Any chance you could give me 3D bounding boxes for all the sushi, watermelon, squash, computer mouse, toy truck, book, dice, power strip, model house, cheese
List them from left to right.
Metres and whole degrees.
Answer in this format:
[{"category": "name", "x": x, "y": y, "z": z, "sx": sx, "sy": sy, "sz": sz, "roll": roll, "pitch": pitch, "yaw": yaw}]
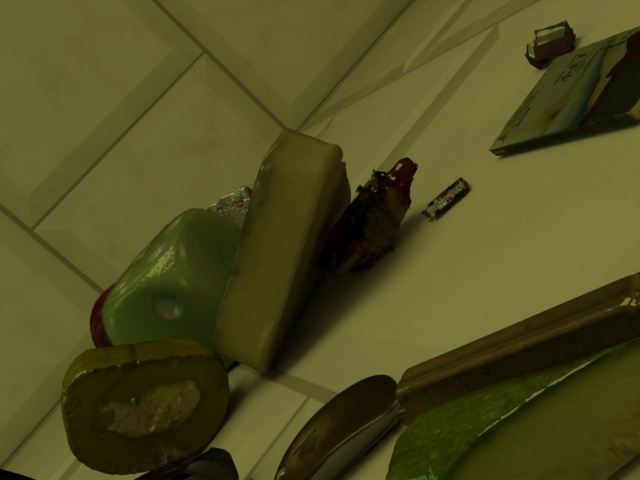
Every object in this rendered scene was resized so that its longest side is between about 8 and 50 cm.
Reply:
[{"category": "dice", "x": -0.246, "y": 0.111, "z": 1.433, "sx": 0.249, "sy": 0.254, "sz": 0.252, "roll": -39, "pitch": 17, "yaw": 29}, {"category": "watermelon", "x": -0.195, "y": -0.012, "z": 1.746, "sx": 0.212, "sy": 0.201, "sz": 0.262, "roll": -32, "pitch": 14, "yaw": 18}, {"category": "cheese", "x": -0.037, "y": -0.007, "z": 1.238, "sx": 0.384, "sy": 0.104, "sz": 0.384, "roll": 21, "pitch": -90, "yaw": -79}, {"category": "computer mouse", "x": 0.009, "y": 0.221, "z": 0.805, "sx": 0.199, "sy": 0.045, "sz": 0.102, "roll": -45, "pitch": 13, "yaw": 9}, {"category": "sushi", "x": 0.083, "y": -0.031, "z": 1.173, "sx": 0.226, "sy": 0.097, "sz": 0.103, "roll": -52, "pitch": 13, "yaw": 8}, {"category": "toy truck", "x": 0.187, "y": -0.061, "z": 1.111, "sx": 0.083, "sy": 0.024, "sz": 0.032, "roll": -41, "pitch": -8, "yaw": 15}, {"category": "power strip", "x": 0.175, "y": 0.099, "z": 0.610, "sx": 0.305, "sy": 0.064, "sz": 0.044, "roll": -33, "pitch": 15, "yaw": 43}, {"category": "model house", "x": 0.377, "y": -0.316, "z": 1.222, "sx": 0.083, "sy": 0.057, "sz": 0.058, "roll": -13, "pitch": 59, "yaw": 34}, {"category": "squash", "x": 0.159, "y": 0.137, "z": 0.492, "sx": 0.252, "sy": 0.093, "sz": 0.169, "roll": -32, "pitch": 19, "yaw": 46}, {"category": "book", "x": 0.363, "y": -0.205, "z": 0.988, "sx": 0.201, "sy": 0.026, "sz": 0.289, "roll": -52, "pitch": 15, "yaw": -15}]

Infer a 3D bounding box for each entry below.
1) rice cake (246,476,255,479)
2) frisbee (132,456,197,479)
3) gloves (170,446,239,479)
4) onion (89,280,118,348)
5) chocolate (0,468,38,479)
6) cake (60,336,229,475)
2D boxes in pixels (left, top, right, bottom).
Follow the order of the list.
[{"category": "rice cake", "x": -0.102, "y": 0.353, "z": 0.710, "sx": 0.256, "sy": 0.052, "sz": 0.057, "roll": -63, "pitch": 9, "yaw": -30}, {"category": "frisbee", "x": -0.280, "y": 0.394, "z": 1.071, "sx": 0.250, "sy": 0.021, "sz": 0.251, "roll": -28, "pitch": 4, "yaw": 2}, {"category": "gloves", "x": -0.164, "y": 0.339, "z": 0.829, "sx": 0.285, "sy": 0.142, "sz": 0.119, "roll": -73, "pitch": 2, "yaw": -60}, {"category": "onion", "x": -0.405, "y": 0.205, "z": 1.688, "sx": 0.230, "sy": 0.256, "sz": 0.273, "roll": -6, "pitch": -61, "yaw": -89}, {"category": "chocolate", "x": -0.647, "y": 0.558, "z": 1.433, "sx": 0.283, "sy": 0.283, "sz": 0.186, "roll": -30, "pitch": 40, "yaw": 49}, {"category": "cake", "x": -0.277, "y": 0.260, "z": 1.184, "sx": 0.260, "sy": 0.179, "sz": 0.156, "roll": -4, "pitch": 8, "yaw": -19}]
